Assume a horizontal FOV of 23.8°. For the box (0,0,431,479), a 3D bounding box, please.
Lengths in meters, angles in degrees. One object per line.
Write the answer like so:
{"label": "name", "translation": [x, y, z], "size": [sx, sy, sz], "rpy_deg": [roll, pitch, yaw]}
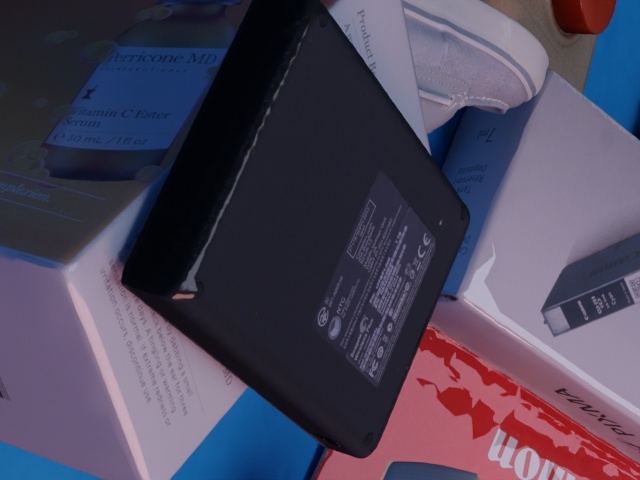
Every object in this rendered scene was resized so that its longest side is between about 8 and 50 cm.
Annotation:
{"label": "box", "translation": [-0.064, -0.023, 0.488], "size": [0.170, 0.130, 0.091], "rpy_deg": [-50, 140, -38]}

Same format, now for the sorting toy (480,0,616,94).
{"label": "sorting toy", "translation": [0.112, -0.214, 0.780], "size": [0.307, 0.041, 0.229], "rpy_deg": [36, 71, -57]}

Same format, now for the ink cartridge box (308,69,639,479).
{"label": "ink cartridge box", "translation": [0.159, 0.096, 0.831], "size": [0.296, 0.066, 0.261], "rpy_deg": [33, 70, -27]}

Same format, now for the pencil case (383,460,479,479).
{"label": "pencil case", "translation": [-0.036, 0.288, 0.628], "size": [0.410, 0.160, 0.183], "rpy_deg": [-54, 157, -31]}

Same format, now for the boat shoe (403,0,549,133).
{"label": "boat shoe", "translation": [0.020, -0.080, 0.663], "size": [0.227, 0.079, 0.081], "rpy_deg": [15, 95, -53]}

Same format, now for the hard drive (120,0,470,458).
{"label": "hard drive", "translation": [0.000, 0.000, 0.451], "size": [0.094, 0.022, 0.135], "rpy_deg": [-66, 148, -15]}
